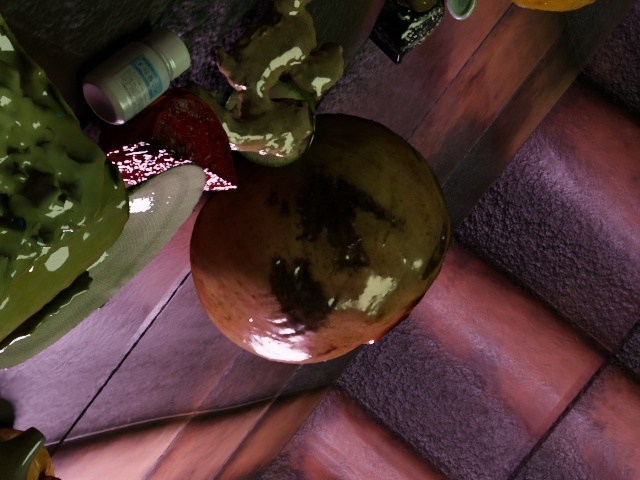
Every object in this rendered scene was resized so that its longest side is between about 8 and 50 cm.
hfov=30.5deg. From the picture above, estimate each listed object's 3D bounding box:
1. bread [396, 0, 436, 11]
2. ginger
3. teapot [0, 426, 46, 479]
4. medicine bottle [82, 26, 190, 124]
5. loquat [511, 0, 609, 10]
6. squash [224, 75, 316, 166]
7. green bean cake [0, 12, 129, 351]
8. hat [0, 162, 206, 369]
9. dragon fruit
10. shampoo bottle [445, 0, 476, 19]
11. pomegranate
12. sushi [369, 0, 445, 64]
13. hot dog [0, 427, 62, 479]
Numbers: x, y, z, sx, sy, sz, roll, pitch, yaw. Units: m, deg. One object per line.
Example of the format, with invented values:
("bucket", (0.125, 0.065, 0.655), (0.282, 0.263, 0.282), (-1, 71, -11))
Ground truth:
("bread", (0.105, -0.307, 1.352), (0.060, 0.082, 0.113), (-53, 169, 0))
("ginger", (-0.026, -0.196, 1.190), (0.149, 0.065, 0.258), (41, 79, -42))
("teapot", (-0.376, 0.252, 1.130), (0.268, 0.185, 0.175), (-24, -152, 20))
("medicine bottle", (-0.157, -0.142, 1.008), (0.089, 0.052, 0.052), (-43, 164, -28))
("loquat", (0.289, -0.382, 1.410), (0.244, 0.244, 0.244), (-47, 166, -16))
("squash", (-0.040, -0.151, 1.312), (0.105, 0.105, 0.132), (-58, -179, 29))
("green bean cake", (-0.229, -0.083, 0.467), (0.202, 0.285, 0.310), (-41, 162, -18))
("hat", (-0.224, -0.012, 1.017), (0.252, 0.110, 0.252), (-44, 173, -7))
("dragon fruit", (-0.156, -0.096, 1.092), (0.162, 0.106, 0.083), (18, 67, -63))
("shampoo bottle", (0.191, -0.332, 1.546), (0.190, 0.041, 0.069), (-56, 142, -72))
("pomegranate", (0.000, 0.000, 1.418), (0.322, 0.322, 0.322), (-47, 166, -16))
("sushi", (0.117, -0.281, 1.477), (0.083, 0.056, 0.084), (-28, 155, -27))
("hot dog", (-0.385, 0.354, 1.359), (0.256, 0.153, 0.150), (-51, 166, -1))
